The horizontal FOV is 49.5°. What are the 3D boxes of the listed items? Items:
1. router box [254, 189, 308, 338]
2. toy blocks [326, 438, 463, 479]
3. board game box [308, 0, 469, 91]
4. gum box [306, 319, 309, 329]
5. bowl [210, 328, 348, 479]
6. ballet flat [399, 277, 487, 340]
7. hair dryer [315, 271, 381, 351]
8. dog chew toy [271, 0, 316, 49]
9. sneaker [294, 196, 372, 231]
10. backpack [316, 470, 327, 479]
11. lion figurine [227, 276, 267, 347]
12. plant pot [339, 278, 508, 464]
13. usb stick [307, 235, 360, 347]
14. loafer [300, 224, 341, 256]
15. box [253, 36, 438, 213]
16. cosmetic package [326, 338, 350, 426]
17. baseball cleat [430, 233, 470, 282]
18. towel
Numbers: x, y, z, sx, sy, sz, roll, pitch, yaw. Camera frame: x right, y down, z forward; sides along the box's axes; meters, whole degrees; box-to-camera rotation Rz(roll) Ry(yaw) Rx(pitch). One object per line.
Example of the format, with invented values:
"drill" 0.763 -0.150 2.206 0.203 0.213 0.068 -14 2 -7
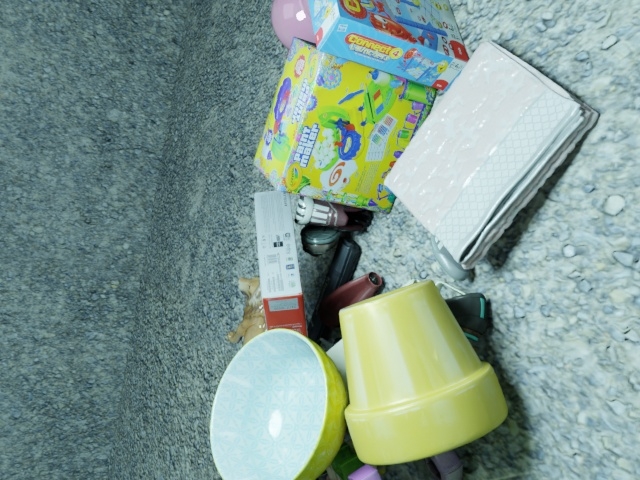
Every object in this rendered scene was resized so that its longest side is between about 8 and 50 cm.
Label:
"router box" -0.084 0.105 1.543 0.335 0.082 0.301 -100 4 -47
"toy blocks" 0.102 0.495 1.265 0.260 0.309 0.288 66 164 -7
"board game box" 0.123 -0.474 1.392 0.086 0.302 0.308 -47 43 45
"gum box" -0.056 0.302 1.744 0.157 0.041 0.184 -66 31 24
"bowl" -0.046 0.316 1.241 0.289 0.156 0.289 -23 54 36
"ballet flat" 0.201 0.124 1.291 0.280 0.095 0.096 2 71 51
"hair dryer" 0.077 0.202 1.531 0.223 0.080 0.294 26 111 44
"dog chew toy" 0.023 -0.600 1.742 0.332 0.206 0.207 -18 65 49
"sneaker" 0.046 -0.075 1.625 0.281 0.162 0.106 -56 -21 -68
"backpack" -0.119 0.480 1.600 0.253 0.225 0.191 140 121 -64
"lion figurine" -0.176 0.289 1.839 0.240 0.142 0.392 131 145 -49
"plant pot" 0.142 0.200 1.120 0.254 0.254 0.239 -24 84 57
"usb stick" 0.027 0.123 1.645 0.077 0.045 0.278 49 124 57
"loafer" 0.000 0.000 1.654 0.267 0.096 0.084 -94 4 -75
"box" 0.047 -0.241 1.481 0.177 0.279 0.290 49 123 55
"cosmetic package" 0.034 0.307 1.406 0.309 0.160 0.113 -46 60 39
"baseball cleat" 0.244 -0.030 1.270 0.109 0.072 0.206 -52 40 42
"towel" 0.272 -0.159 1.214 0.332 0.053 0.317 -54 36 17
